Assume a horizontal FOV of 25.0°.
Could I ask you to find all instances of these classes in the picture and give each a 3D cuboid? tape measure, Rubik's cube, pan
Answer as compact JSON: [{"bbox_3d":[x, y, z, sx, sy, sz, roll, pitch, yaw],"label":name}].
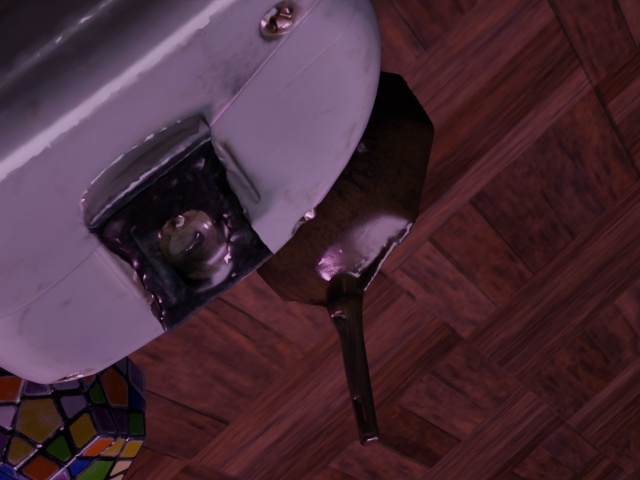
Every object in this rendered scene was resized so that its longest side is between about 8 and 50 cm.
[{"bbox_3d":[-0.080,-0.053,0.629,0.243,0.125,0.246,-38,152,-4],"label":"tape measure"},{"bbox_3d":[-0.149,0.095,0.793,0.093,0.111,0.111,16,123,-26],"label":"Rubik's cube"},{"bbox_3d":[0.010,-0.012,0.740,0.048,0.202,0.128,22,116,-37],"label":"pan"}]
